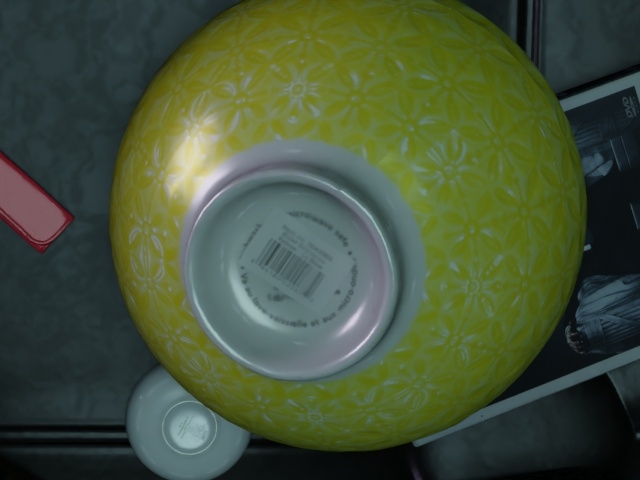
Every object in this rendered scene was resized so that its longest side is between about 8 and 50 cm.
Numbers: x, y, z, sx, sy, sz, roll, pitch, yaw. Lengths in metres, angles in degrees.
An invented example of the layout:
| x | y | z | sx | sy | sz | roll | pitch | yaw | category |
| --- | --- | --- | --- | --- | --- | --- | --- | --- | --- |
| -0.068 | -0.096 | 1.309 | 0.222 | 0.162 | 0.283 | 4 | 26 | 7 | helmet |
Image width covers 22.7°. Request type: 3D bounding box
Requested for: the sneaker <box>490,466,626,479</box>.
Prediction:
| x | y | z | sx | sy | sz | roll | pitch | yaw | category |
| --- | --- | --- | --- | --- | --- | --- | --- | --- | --- |
| 0.100 | 0.209 | 1.019 | 0.234 | 0.084 | 0.097 | -5 | 97 | -4 | sneaker |

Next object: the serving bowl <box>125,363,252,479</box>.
| x | y | z | sx | sy | sz | roll | pitch | yaw | category |
| --- | --- | --- | --- | --- | --- | --- | --- | --- | --- |
| -0.084 | 0.118 | 1.024 | 0.083 | 0.027 | 0.083 | -1 | 96 | -5 | serving bowl |

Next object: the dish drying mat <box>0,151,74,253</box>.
| x | y | z | sx | sy | sz | roll | pitch | yaw | category |
| --- | --- | --- | --- | --- | --- | --- | --- | --- | --- |
| -0.197 | -0.030 | 1.010 | 0.083 | 0.008 | 0.032 | 43 | 90 | -7 | dish drying mat |

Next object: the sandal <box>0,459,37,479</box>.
| x | y | z | sx | sy | sz | roll | pitch | yaw | category |
| --- | --- | --- | --- | --- | --- | --- | --- | --- | --- |
| -0.209 | 0.182 | 0.994 | 0.219 | 0.090 | 0.060 | 39 | 108 | -8 | sandal |

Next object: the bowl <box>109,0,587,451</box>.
| x | y | z | sx | sy | sz | roll | pitch | yaw | category |
| --- | --- | --- | --- | --- | --- | --- | --- | --- | --- |
| 0.000 | 0.000 | 0.897 | 0.289 | 0.156 | 0.289 | 3 | 104 | 13 | bowl |

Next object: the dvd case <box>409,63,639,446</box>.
| x | y | z | sx | sy | sz | roll | pitch | yaw | category |
| --- | --- | --- | --- | --- | --- | --- | --- | --- | --- |
| 0.138 | 0.006 | 1.015 | 0.238 | 0.029 | 0.179 | -21 | 99 | -10 | dvd case |
